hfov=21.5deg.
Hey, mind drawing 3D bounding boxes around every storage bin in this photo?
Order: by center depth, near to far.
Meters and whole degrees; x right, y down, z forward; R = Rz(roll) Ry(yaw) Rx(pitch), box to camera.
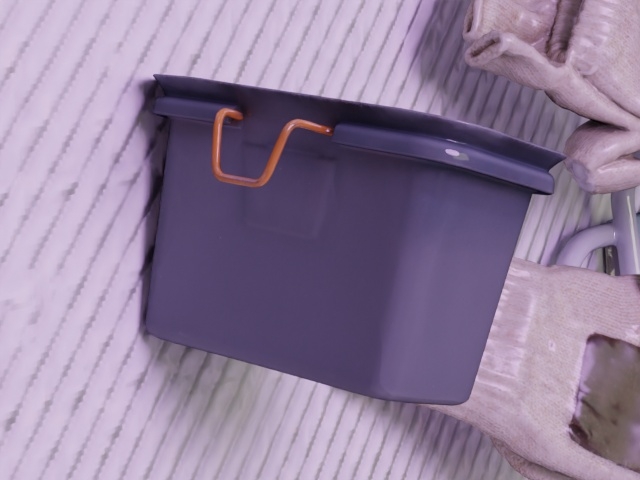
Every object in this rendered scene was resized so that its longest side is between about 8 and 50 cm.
[{"bbox_3d":[0.000,0.000,0.564,0.098,0.135,0.091,12,89,-54],"label":"storage bin"}]

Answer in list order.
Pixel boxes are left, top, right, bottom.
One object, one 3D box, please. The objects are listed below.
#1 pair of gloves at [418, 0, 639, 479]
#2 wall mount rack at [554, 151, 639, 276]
[{"bbox_3d":[0.131,-0.012,0.718,0.204,0.042,0.240,28,75,-20],"label":"pair of gloves"},{"bbox_3d":[0.247,-0.017,0.910,0.350,0.130,0.304,-12,96,-55],"label":"wall mount rack"}]
